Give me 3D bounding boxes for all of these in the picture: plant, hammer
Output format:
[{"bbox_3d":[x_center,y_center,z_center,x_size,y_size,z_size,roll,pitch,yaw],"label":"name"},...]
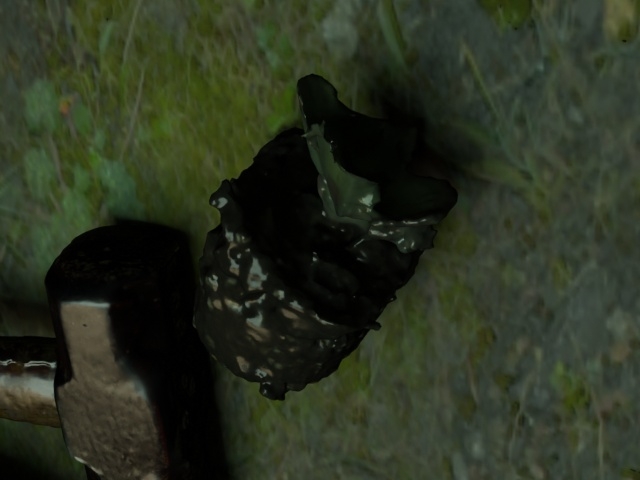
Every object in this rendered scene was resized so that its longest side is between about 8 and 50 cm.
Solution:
[{"bbox_3d":[0.000,0.000,1.211,0.142,0.131,0.203,33,130,14],"label":"plant"},{"bbox_3d":[-0.281,0.101,1.421,0.408,0.095,0.242,4,122,13],"label":"hammer"}]
